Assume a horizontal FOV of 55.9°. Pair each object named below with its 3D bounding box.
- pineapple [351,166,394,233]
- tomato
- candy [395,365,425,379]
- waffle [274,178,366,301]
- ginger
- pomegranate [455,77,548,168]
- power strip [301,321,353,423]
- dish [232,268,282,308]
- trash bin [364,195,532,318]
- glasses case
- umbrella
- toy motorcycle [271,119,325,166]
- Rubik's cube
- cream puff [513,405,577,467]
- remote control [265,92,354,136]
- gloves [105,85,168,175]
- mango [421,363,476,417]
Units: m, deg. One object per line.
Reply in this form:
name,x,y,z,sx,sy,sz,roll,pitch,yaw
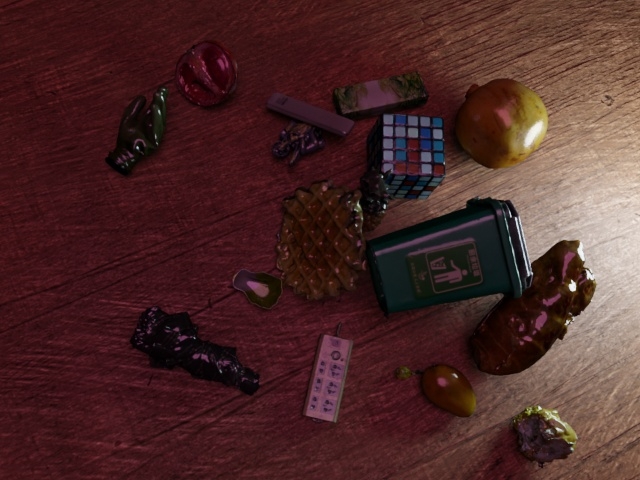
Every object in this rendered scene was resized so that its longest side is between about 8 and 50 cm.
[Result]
pineapple,0.131,-0.106,1.602,0.128,0.248,0.128,3,72,-8
tomato,-0.309,-0.476,1.724,0.189,0.099,0.173,-25,96,26
candy,0.259,0.352,1.613,0.123,0.035,0.035,0,80,-15
waffle,0.000,0.000,1.570,0.073,0.297,0.316,6,83,-49
ginger,0.581,0.205,1.617,0.418,0.254,0.176,-51,46,-3
pomegranate,0.513,-0.341,1.718,0.265,0.264,0.264,2,75,-7
power strip,0.023,0.343,1.578,0.092,0.034,0.267,15,74,-3
dish,-0.169,0.125,1.608,0.137,0.039,0.091,25,79,2
trash bin,0.316,0.042,1.573,0.381,0.295,0.259,-13,96,-1
glasses case,0.177,-0.425,1.791,0.272,0.062,0.095,-14,72,-12
umbrella,-0.302,0.272,1.514,0.337,0.128,0.154,18,89,-9
toy motorcycle,-0.049,-0.290,1.723,0.124,0.061,0.193,30,65,8
Rubik's cube,0.234,-0.231,1.684,0.182,0.184,0.187,3,76,-8
cream puff,0.583,0.495,1.567,0.121,0.156,0.156,4,74,-22
remote control,-0.031,-0.358,1.719,0.261,0.029,0.067,23,53,12
gloves,-0.488,-0.303,1.645,0.135,0.107,0.268,31,90,9
mango,0.341,0.391,1.584,0.163,0.089,0.111,27,85,-10
